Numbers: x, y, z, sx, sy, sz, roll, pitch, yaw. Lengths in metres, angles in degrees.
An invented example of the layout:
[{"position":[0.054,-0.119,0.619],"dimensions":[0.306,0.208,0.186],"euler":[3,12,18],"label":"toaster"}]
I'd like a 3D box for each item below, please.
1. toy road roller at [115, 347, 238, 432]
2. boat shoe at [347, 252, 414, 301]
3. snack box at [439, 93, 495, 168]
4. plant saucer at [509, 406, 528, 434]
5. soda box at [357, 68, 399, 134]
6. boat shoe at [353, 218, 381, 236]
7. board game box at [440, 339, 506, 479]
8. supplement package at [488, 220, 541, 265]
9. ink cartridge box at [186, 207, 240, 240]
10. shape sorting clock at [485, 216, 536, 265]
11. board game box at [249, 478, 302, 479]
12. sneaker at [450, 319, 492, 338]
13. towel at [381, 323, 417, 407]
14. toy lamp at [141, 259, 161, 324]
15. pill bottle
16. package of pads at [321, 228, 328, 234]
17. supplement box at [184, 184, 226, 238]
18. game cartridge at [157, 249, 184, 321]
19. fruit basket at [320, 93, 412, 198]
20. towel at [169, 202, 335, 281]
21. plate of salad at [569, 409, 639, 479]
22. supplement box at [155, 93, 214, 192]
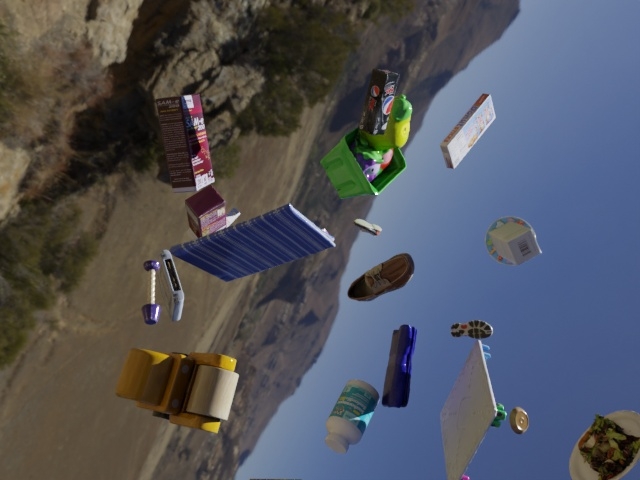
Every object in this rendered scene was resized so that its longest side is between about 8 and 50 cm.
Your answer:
[{"position":[-0.415,0.405,1.605],"dimensions":[0.329,0.240,0.202],"euler":[-8,-119,43],"label":"toy road roller"},{"position":[0.225,0.153,2.174],"dimensions":[0.116,0.123,0.324],"euler":[-8,154,-44],"label":"boat shoe"},{"position":[0.317,-0.235,1.221],"dimensions":[0.178,0.022,0.064],"euler":[-49,133,-22],"label":"snack box"},{"position":[0.631,0.569,1.804],"dimensions":[0.015,0.083,0.083],"euler":[-26,-147,56],"label":"plant saucer"},{"position":[0.158,-0.375,1.550],"dimensions":[0.053,0.060,0.169],"euler":[-13,126,-42],"label":"soda box"},{"position":[0.189,-0.051,2.355],"dimensions":[0.043,0.137,0.049],"euler":[-55,-144,28],"label":"boat shoe"},{"position":[0.527,0.615,2.014],"dimensions":[0.390,0.050,0.390],"euler":[-76,-177,-63],"label":"board game box"},{"position":[0.725,0.008,2.139],"dimensions":[0.105,0.105,0.179],"euler":[-29,-166,1],"label":"supplement package"},{"position":[-0.378,-0.062,2.025],"dimensions":[0.181,0.061,0.104],"euler":[-44,169,-4],"label":"ink cartridge box"},{"position":[0.791,0.002,2.384],"dimensions":[0.040,0.206,0.206],"euler":[-1,120,-62],"label":"shape sorting clock"},{"position":[-0.138,0.802,1.762],"dimensions":[0.141,0.170,0.048],"euler":[-109,-157,-71],"label":"board game box"},{"position":[0.559,0.323,2.092],"dimensions":[0.170,0.071,0.068],"euler":[-7,-98,49],"label":"sneaker"},{"position":[0.303,0.483,2.173],"dimensions":[0.227,0.076,0.308],"euler":[97,5,-75],"label":"towel"},{"position":[-0.692,0.213,2.339],"dimensions":[0.080,0.080,0.275],"euler":[116,-29,-52],"label":"toy lamp"},{"position":[0.115,0.678,2.195],"dimensions":[0.264,0.146,0.146],"euler":[-56,175,-38],"label":"pill bottle"},{"position":[0.000,0.000,1.977],"dimensions":[0.032,0.050,0.083],"euler":[-18,162,-41],"label":"package of pads"},{"position":[-0.372,-0.084,1.863],"dimensions":[0.104,0.081,0.188],"euler":[-35,163,-21],"label":"supplement box"},{"position":[-0.703,0.216,2.668],"dimensions":[0.297,0.062,0.198],"euler":[64,-28,31],"label":"game cartridge"},{"position":[0.222,-0.353,2.130],"dimensions":[0.392,0.283,0.392],"euler":[-29,-170,6],"label":"fruit basket"},{"position":[-0.160,0.010,1.374],"dimensions":[0.243,0.336,0.040],"euler":[37,40,-56],"label":"towel"},{"position":[0.601,0.435,1.213],"dimensions":[0.200,0.048,0.200],"euler":[-47,-179,1],"label":"plate of salad"},{"position":[-0.349,-0.255,1.489],"dimensions":[0.130,0.073,0.239],"euler":[-59,143,-70],"label":"supplement box"}]
